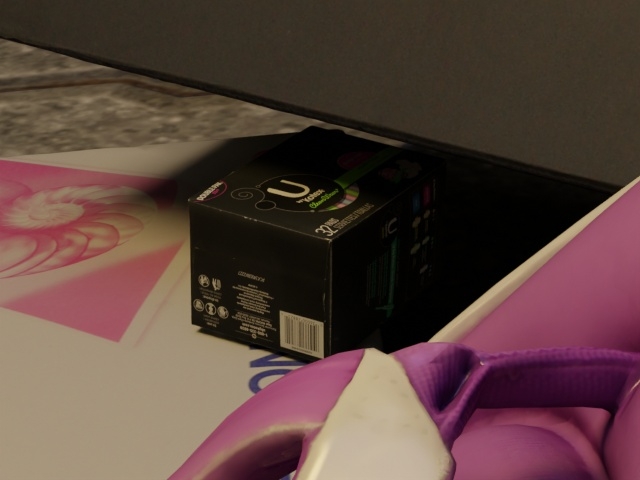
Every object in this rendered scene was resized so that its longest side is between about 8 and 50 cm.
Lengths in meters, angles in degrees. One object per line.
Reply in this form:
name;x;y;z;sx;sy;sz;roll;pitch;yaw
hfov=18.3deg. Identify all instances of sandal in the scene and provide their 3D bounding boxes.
sandal;-0.038;0.113;0.349;0.416;0.102;0.169;-45;31;4

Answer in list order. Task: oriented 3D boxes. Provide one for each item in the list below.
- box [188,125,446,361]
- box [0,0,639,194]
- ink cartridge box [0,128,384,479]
box;0.000;0.000;0.721;0.062;0.052;0.083;16;30;27
box;0.100;-0.112;0.785;0.343;0.179;0.312;16;5;34
ink cartridge box;-0.140;0.055;0.765;0.330;0.071;0.324;-5;26;-2
